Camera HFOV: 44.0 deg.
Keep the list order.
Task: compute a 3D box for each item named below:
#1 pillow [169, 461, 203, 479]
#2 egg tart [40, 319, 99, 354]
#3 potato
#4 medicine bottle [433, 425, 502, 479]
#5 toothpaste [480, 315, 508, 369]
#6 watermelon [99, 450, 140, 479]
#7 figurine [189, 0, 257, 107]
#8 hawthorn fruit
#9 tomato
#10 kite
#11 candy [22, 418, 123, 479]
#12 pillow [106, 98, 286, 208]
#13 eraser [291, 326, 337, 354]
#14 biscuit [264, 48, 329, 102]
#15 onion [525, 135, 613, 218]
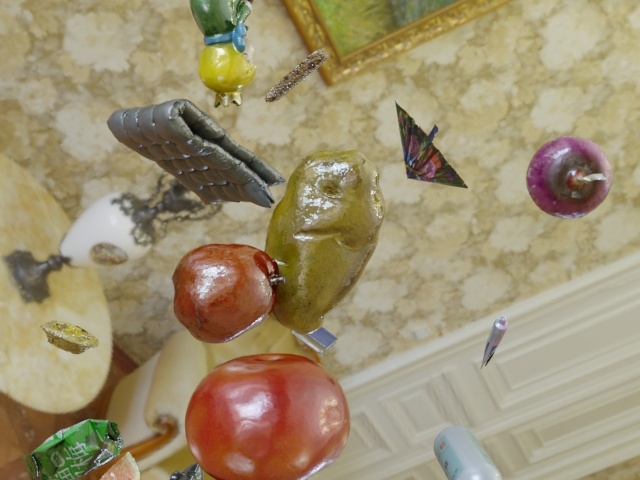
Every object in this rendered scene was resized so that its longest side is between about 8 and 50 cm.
[{"bbox_3d":[-0.225,0.415,1.250,0.055,0.135,0.091,20,18,-26],"label":"pillow"},{"bbox_3d":[-0.545,0.213,1.709,0.129,0.049,0.129,22,0,0],"label":"egg tart"},{"bbox_3d":[0.000,0.000,1.536,0.195,0.369,0.176,21,1,-34],"label":"potato"},{"bbox_3d":[0.352,0.544,1.795,0.110,0.110,0.352,63,-1,-15],"label":"medicine bottle"},{"bbox_3d":[0.358,0.209,1.640,0.170,0.028,0.045,97,20,-51],"label":"toothpaste"},{"bbox_3d":[-0.479,0.594,1.874,0.087,0.163,0.069,32,-39,16],"label":"watermelon"},{"bbox_3d":[-0.179,-0.389,1.570,0.185,0.127,0.234,-61,135,-64],"label":"figurine"},{"bbox_3d":[-0.158,0.091,1.420,0.185,0.202,0.185,-13,90,-80],"label":"hawthorn fruit"},{"bbox_3d":[-0.060,0.201,0.913,0.195,0.195,0.136,-39,128,-81],"label":"tomato"},{"bbox_3d":[0.275,-0.226,2.139,0.321,0.016,0.234,55,-31,17],"label":"kite"},{"bbox_3d":[-0.520,0.446,1.677,0.078,0.203,0.141,47,-31,48],"label":"candy"},{"bbox_3d":[-0.254,-0.178,1.640,0.326,0.228,0.101,40,61,-40],"label":"pillow"},{"bbox_3d":[-0.012,0.202,1.689,0.085,0.027,0.063,36,23,13],"label":"eraser"},{"bbox_3d":[-0.061,-0.416,2.006,0.034,0.199,0.064,54,25,-4],"label":"biscuit"},{"bbox_3d":[0.525,-0.133,1.677,0.153,0.177,0.177,-31,97,-56],"label":"onion"}]
